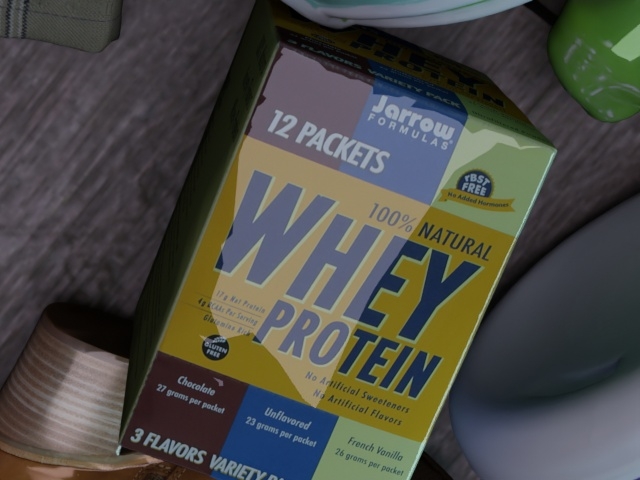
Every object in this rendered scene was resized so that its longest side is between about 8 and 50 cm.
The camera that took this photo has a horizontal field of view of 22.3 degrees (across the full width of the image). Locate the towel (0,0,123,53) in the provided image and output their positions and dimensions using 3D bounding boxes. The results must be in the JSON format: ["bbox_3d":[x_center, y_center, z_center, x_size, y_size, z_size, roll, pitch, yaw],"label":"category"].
[{"bbox_3d":[-0.233,-0.252,0.764,0.312,0.056,0.324,9,125,-4],"label":"towel"}]

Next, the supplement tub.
[{"bbox_3d":[0.251,0.145,0.855,0.241,0.241,0.331,-35,105,7],"label":"supplement tub"}]

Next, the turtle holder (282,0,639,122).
[{"bbox_3d":[0.066,-0.211,0.767,0.227,0.243,0.320,-41,145,23],"label":"turtle holder"}]

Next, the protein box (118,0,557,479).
[{"bbox_3d":[0.000,0.000,0.817,0.136,0.200,0.201,20,104,-9],"label":"protein box"}]

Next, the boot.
[{"bbox_3d":[-0.072,0.182,0.915,0.283,0.109,0.220,21,105,-11],"label":"boot"}]
